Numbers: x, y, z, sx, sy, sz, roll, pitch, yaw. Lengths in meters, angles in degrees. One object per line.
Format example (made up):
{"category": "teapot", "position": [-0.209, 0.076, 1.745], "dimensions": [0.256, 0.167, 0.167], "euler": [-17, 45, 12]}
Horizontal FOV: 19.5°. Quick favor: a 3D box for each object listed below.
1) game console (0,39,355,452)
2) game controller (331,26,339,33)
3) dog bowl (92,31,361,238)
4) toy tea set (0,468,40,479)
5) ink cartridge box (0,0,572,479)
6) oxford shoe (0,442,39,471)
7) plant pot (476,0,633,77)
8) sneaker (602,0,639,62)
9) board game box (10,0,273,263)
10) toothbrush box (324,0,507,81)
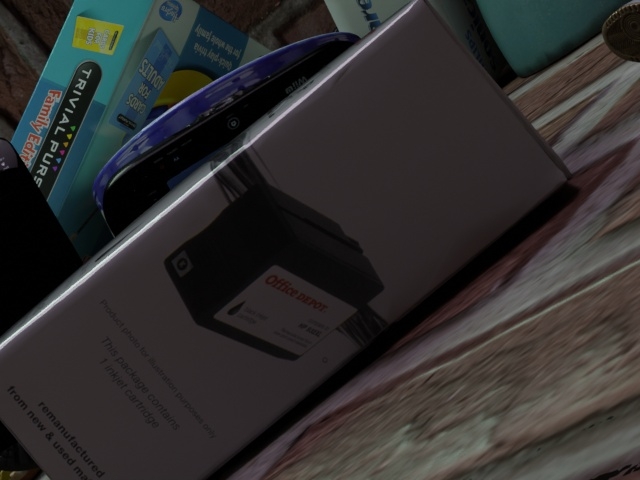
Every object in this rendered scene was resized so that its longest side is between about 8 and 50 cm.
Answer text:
{"category": "game console", "position": [-0.115, -0.015, 1.177], "dimensions": [0.361, 0.044, 0.213], "euler": [-33, -40, -8]}
{"category": "game controller", "position": [-0.041, -0.113, 2.150], "dimensions": [0.319, 0.067, 0.166], "euler": [-55, -5, 30]}
{"category": "dog bowl", "position": [-0.051, -0.058, 1.538], "dimensions": [0.265, 0.104, 0.265], "euler": [-30, -10, -6]}
{"category": "toy tea set", "position": [-0.339, 0.198, 1.609], "dimensions": [0.200, 0.124, 0.336], "euler": [-38, 6, 9]}
{"category": "ink cartridge box", "position": [-0.029, 0.009, 1.046], "dimensions": [0.307, 0.129, 0.223], "euler": [-39, 4, 2]}
{"category": "oxford shoe", "position": [-0.170, 0.113, 1.476], "dimensions": [0.227, 0.083, 0.096], "euler": [-31, -4, -13]}
{"category": "plant pot", "position": [0.227, -0.307, 1.608], "dimensions": [0.290, 0.195, 0.290], "euler": [-39, 5, 4]}
{"category": "sneaker", "position": [0.225, -0.148, 1.109], "dimensions": [0.118, 0.042, 0.067], "euler": [-21, 21, 49]}
{"category": "board game box", "position": [-0.182, -0.056, 1.661], "dimensions": [0.336, 0.079, 0.254], "euler": [-66, -23, 1]}
{"category": "toothbrush box", "position": [0.113, -0.283, 1.757], "dimensions": [0.122, 0.206, 0.283], "euler": [-7, 32, 34]}
